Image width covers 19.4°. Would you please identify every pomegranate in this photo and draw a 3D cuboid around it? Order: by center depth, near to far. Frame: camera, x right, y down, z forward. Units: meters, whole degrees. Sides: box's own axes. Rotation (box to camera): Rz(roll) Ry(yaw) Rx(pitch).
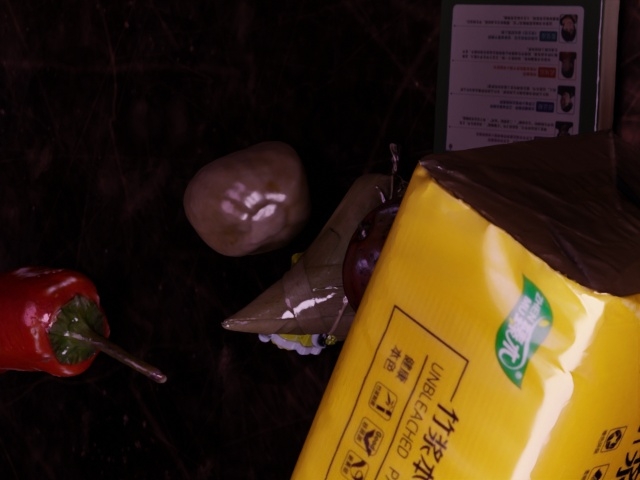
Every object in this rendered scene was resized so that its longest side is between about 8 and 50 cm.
[{"bbox_3d":[0.087,0.036,1.682,0.129,0.129,0.159,25,151,45],"label":"pomegranate"}]

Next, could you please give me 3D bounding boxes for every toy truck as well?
[{"bbox_3d":[-0.019,0.064,1.853,0.076,0.077,0.111,49,127,36],"label":"toy truck"}]

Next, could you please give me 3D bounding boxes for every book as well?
[{"bbox_3d":[0.177,-0.131,1.653,0.202,0.027,0.264,9,99,48],"label":"book"}]

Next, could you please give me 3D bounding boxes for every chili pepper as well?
[{"bbox_3d":[-0.314,0.090,2.155,0.338,0.134,0.131,-4,76,51],"label":"chili pepper"}]

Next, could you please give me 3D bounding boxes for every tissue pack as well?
[{"bbox_3d":[0.159,0.131,1.478,0.228,0.293,0.382,36,118,33],"label":"tissue pack"}]

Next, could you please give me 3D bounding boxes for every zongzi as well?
[{"bbox_3d":[0.000,0.000,1.758,0.081,0.178,0.189,-146,60,-75],"label":"zongzi"}]

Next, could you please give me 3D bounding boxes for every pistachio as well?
[{"bbox_3d":[-0.079,-0.043,1.899,0.185,0.108,0.126,-7,64,56],"label":"pistachio"}]

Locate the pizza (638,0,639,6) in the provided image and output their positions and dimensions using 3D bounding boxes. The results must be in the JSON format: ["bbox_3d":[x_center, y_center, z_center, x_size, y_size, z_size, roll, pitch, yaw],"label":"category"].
[{"bbox_3d":[0.283,-0.223,1.520,0.185,0.036,0.176,35,118,43],"label":"pizza"}]
